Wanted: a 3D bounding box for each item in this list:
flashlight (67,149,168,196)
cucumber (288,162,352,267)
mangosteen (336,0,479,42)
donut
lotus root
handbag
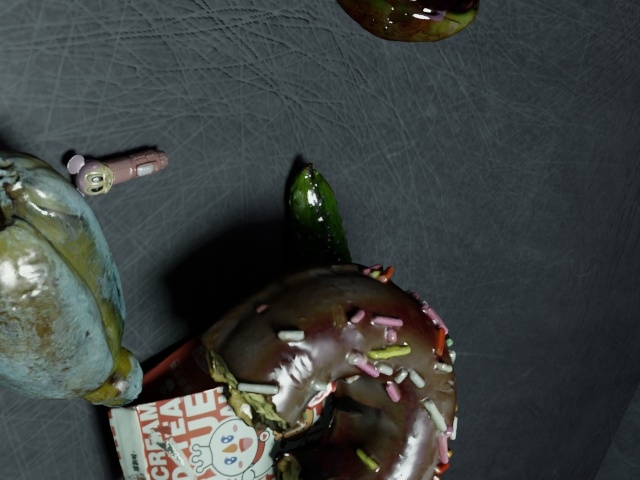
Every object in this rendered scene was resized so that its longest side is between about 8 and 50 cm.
[{"bbox_3d":[-0.191,-0.066,0.944,0.110,0.031,0.052,-21,128,-42],"label":"flashlight"},{"bbox_3d":[0.000,0.000,1.196,0.069,0.069,0.227,-37,134,-29],"label":"cucumber"},{"bbox_3d":[0.106,-0.374,0.835,0.381,0.421,0.381,10,73,-37],"label":"mangosteen"},{"bbox_3d":[0.037,0.178,1.062,0.259,0.136,0.345,-29,122,-22],"label":"donut"},{"bbox_3d":[-0.250,0.058,0.870,0.322,0.140,0.158,79,11,-52],"label":"lotus root"},{"bbox_3d":[-0.105,0.188,1.140,0.298,0.151,0.171,-19,122,-32],"label":"handbag"}]
